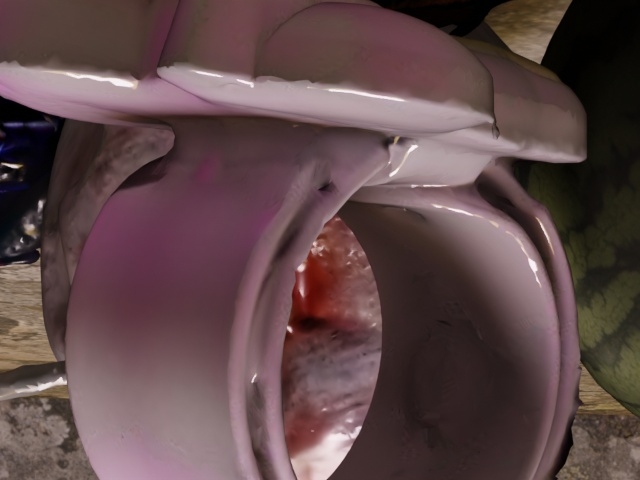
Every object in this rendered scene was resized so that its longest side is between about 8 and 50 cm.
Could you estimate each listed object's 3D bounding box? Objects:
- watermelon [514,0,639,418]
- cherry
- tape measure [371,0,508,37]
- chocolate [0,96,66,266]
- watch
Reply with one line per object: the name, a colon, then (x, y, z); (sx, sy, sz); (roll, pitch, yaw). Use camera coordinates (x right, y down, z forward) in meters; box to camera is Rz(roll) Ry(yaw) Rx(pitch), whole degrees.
watermelon: (0.255, -0.056, 0.810); (0.359, 0.279, 0.279); (-31, 154, 26)
cherry: (-0.006, -0.011, 1.010); (0.291, 0.335, 0.326); (-20, 128, 17)
tape measure: (-0.006, -0.154, 0.720); (0.222, 0.135, 0.202); (5, 177, -11)
chocolate: (-0.248, -0.074, 0.957); (0.343, 0.148, 0.126); (24, -169, -35)
watch: (-0.002, 0.023, 0.707); (0.211, 0.218, 0.248); (4, 177, 44)
